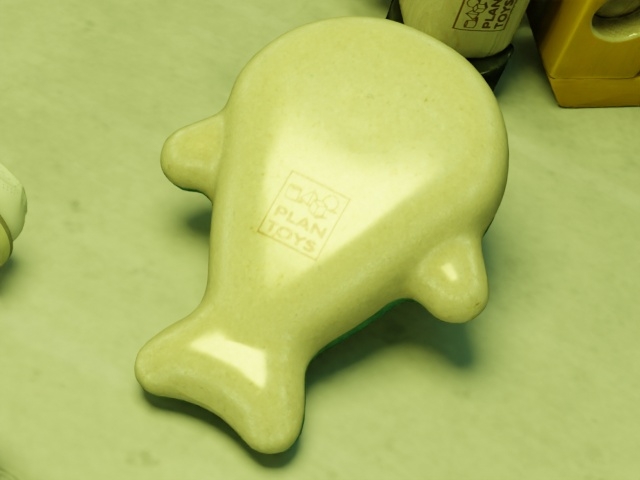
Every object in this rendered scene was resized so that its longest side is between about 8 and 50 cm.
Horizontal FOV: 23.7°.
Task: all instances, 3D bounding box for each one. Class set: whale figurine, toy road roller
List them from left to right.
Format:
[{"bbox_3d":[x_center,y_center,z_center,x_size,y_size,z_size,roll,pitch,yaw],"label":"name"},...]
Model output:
[{"bbox_3d":[0.000,0.000,0.918,0.216,0.141,0.272,25,72,11],"label":"whale figurine"},{"bbox_3d":[0.182,-0.243,1.090,0.329,0.202,0.241,0,57,-14],"label":"toy road roller"}]

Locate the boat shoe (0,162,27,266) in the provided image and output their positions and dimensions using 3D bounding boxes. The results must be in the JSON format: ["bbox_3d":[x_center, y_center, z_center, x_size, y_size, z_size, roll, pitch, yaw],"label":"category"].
[{"bbox_3d":[-0.291,-0.087,0.918,0.302,0.113,0.103,28,53,14],"label":"boat shoe"}]
